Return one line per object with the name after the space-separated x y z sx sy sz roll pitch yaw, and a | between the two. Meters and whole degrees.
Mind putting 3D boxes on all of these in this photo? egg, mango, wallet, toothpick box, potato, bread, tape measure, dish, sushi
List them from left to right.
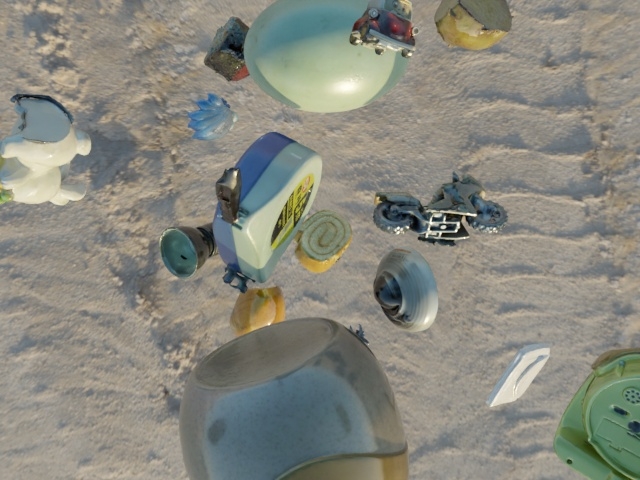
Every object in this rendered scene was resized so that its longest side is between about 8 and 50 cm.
-0.251 -0.544 1.552 0.126 0.225 0.136 27 84 -31 | sushi
-0.195 0.232 1.778 0.201 0.350 0.199 -33 84 -24 | mango
-0.081 -0.080 0.758 0.098 0.351 0.215 29 66 8 | tape measure
-0.043 0.394 1.005 0.409 0.409 0.424 -18 100 1 | toothpick box
0.000 0.000 1.258 0.122 0.073 0.149 39 56 10 | bread
0.017 -0.439 1.264 0.389 0.276 0.275 -3 102 -9 | egg
0.229 0.162 1.689 0.134 0.273 0.273 -11 103 -25 | dish
0.223 -0.336 0.813 0.101 0.171 0.089 33 140 -16 | potato
0.472 0.320 1.282 0.124 0.032 0.182 3 123 -35 | wallet

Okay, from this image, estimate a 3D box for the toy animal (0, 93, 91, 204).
-0.712 -0.201 1.369 0.182 0.247 0.310 50 136 15 | toy animal

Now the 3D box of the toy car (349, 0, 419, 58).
0.120 -0.411 1.010 0.112 0.139 0.112 10 104 -26 | toy car

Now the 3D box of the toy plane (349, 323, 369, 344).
0.123 0.313 1.762 0.083 0.031 0.078 30 102 3 | toy plane

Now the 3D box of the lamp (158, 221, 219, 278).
-0.321 -0.001 1.541 0.147 0.227 0.172 53 127 7 | lamp

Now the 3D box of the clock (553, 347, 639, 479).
0.388 0.198 0.624 0.170 0.069 0.231 26 118 29 | clock

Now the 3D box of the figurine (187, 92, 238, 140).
-0.232 -0.250 1.136 0.114 0.114 0.079 -34 67 5 | figurine

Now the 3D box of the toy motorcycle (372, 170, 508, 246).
0.203 -0.059 0.944 0.229 0.129 0.094 -1 139 -3 | toy motorcycle
